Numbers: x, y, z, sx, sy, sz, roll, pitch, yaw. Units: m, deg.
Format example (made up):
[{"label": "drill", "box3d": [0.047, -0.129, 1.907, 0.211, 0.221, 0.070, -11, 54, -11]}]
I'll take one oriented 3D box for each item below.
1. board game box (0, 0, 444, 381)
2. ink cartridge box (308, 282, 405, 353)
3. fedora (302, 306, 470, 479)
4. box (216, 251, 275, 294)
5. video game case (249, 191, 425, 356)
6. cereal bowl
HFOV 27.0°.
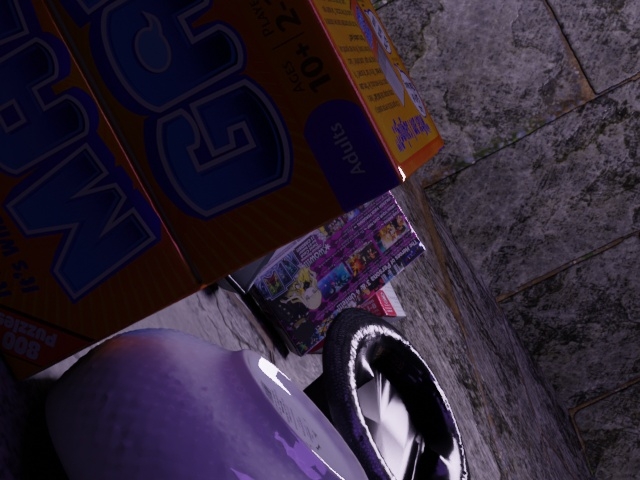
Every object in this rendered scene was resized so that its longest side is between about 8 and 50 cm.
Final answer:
[{"label": "board game box", "box3d": [-0.139, -0.144, 1.182, 0.356, 0.356, 0.356, 62, 13, -2]}, {"label": "ink cartridge box", "box3d": [0.018, 0.055, 1.890, 0.176, 0.127, 0.128, 64, 13, 11]}, {"label": "fedora", "box3d": [0.046, 0.241, 1.561, 0.334, 0.152, 0.334, 48, 24, -30]}, {"label": "box", "box3d": [-0.091, -0.073, 1.598, 0.051, 0.220, 0.175, 13, -30, 44]}, {"label": "video game case", "box3d": [0.000, 0.000, 1.747, 0.210, 0.232, 0.042, 56, -18, -22]}, {"label": "cereal bowl", "box3d": [-0.060, 0.195, 1.098, 0.339, 0.141, 0.339, 48, 5, -6]}]
